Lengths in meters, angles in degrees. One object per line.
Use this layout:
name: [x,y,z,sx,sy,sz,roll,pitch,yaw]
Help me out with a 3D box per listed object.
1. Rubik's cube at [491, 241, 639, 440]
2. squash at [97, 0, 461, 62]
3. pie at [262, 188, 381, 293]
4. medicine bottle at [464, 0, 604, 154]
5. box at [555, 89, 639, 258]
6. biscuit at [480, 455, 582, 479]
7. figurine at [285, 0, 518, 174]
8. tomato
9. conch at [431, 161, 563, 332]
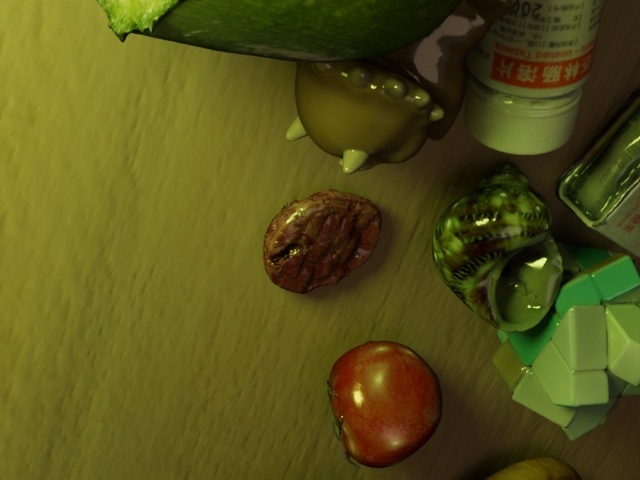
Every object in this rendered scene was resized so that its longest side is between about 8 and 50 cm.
Rubik's cube: [0.368,0.130,1.637,0.224,0.213,0.265,7,128,-33]
squash: [0.014,-0.267,1.005,0.309,0.310,0.310,16,117,-30]
pie: [0.000,0.000,1.440,0.154,0.038,0.153,-19,136,-20]
medicine bottle: [0.227,-0.227,1.312,0.145,0.144,0.252,-15,135,-21]
box: [0.490,-0.048,1.647,0.370,0.112,0.190,24,110,-43]
biscuit: [0.294,0.441,1.956,0.274,0.091,0.213,-35,139,2]
figurine: [0.061,-0.185,1.220,0.173,0.177,0.247,-13,146,-47]
tomato: [0.085,0.214,1.588,0.167,0.167,0.167,-17,133,-19]
conch: [0.225,0.004,1.516,0.187,0.124,0.181,19,109,-35]
